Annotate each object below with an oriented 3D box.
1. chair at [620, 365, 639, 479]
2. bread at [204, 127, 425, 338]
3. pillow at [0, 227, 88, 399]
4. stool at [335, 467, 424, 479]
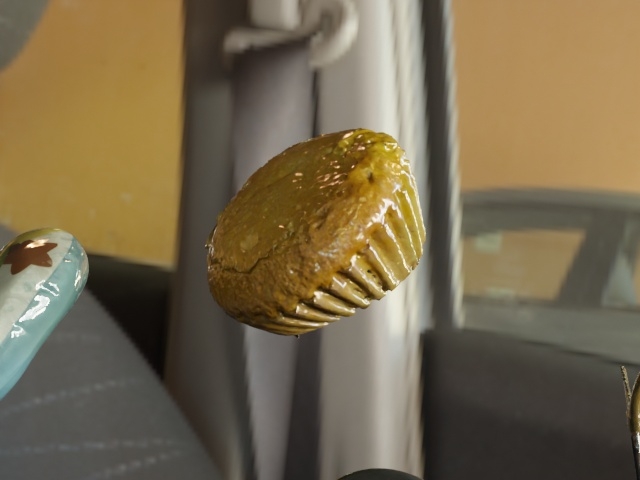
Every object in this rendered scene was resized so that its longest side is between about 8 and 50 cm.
[{"bbox_3d":[0.315,0.140,1.192,0.159,0.172,0.247,-12,-6,9],"label":"chair"},{"bbox_3d":[-0.001,-0.002,1.501,0.139,0.240,0.240,46,-17,-22],"label":"bread"},{"bbox_3d":[-0.315,0.086,1.515,0.086,0.233,0.214,36,-21,-14],"label":"pillow"},{"bbox_3d":[0.030,0.296,1.425,0.228,0.153,0.139,7,-25,-1],"label":"stool"}]
